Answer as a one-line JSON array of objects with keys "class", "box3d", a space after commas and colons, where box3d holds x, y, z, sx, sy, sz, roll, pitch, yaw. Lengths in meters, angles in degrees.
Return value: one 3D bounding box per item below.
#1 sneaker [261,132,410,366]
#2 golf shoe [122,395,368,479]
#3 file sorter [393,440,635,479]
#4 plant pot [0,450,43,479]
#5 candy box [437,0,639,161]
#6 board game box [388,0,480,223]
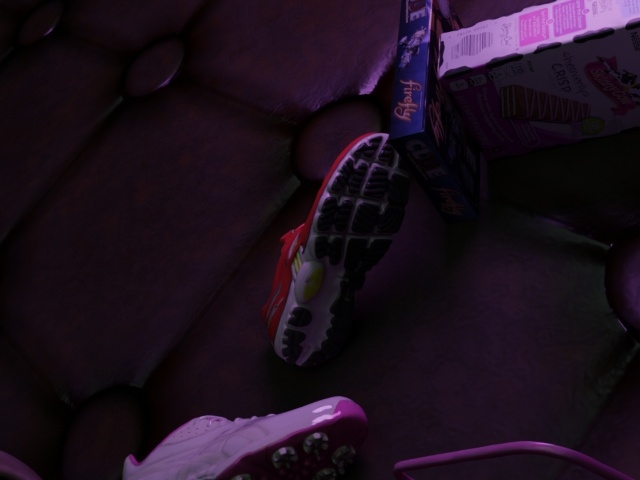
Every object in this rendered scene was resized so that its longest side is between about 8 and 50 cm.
[{"class": "sneaker", "box3d": [0.000, 0.000, 0.906, 0.118, 0.107, 0.279, 42, 110, 54]}, {"class": "golf shoe", "box3d": [-0.096, 0.225, 0.849, 0.306, 0.115, 0.140, -30, 43, 10]}, {"class": "file sorter", "box3d": [0.121, 0.295, 0.503, 0.202, 0.182, 0.291, -37, 30, 56]}, {"class": "plant pot", "box3d": [-0.461, 0.342, 0.903, 0.323, 0.323, 0.280, -54, 30, -11]}, {"class": "candy box", "box3d": [0.262, -0.176, 0.864, 0.233, 0.159, 0.071, -12, 54, 28]}, {"class": "board game box", "box3d": [0.138, -0.165, 0.936, 0.042, 0.165, 0.243, -11, 54, 27]}]
